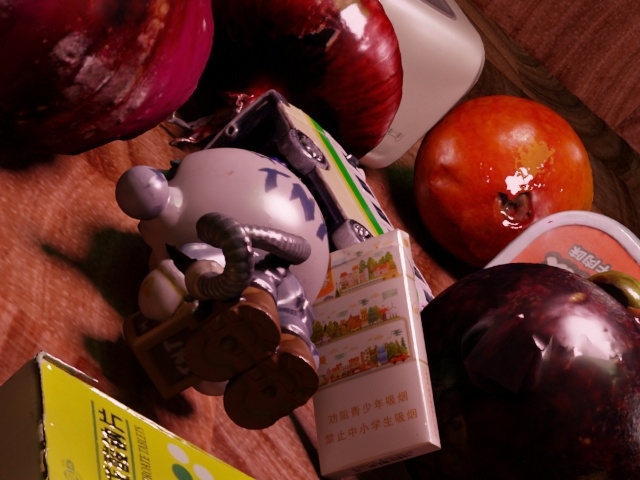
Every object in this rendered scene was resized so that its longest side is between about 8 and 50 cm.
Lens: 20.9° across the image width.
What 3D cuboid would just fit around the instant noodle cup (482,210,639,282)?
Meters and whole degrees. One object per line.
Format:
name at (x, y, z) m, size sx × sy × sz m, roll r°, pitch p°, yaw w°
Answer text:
instant noodle cup at (0.345, 0.111, 2.210) m, size 0.294 × 0.294 × 0.308 m, roll 50°, pitch 13°, yaw 12°

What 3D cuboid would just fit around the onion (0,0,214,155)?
onion at (-0.224, -0.304, 1.616) m, size 0.398 × 0.420 × 0.398 m, roll 42°, pitch 27°, yaw -28°

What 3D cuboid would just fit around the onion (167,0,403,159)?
onion at (-0.044, -0.186, 2.011) m, size 0.273 × 0.273 × 0.285 m, roll 45°, pitch 45°, yaw -3°

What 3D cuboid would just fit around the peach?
peach at (0.253, -0.069, 2.373) m, size 0.281 × 0.238 × 0.281 m, roll 41°, pitch 20°, yaw -19°

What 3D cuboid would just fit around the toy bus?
toy bus at (0.000, 0.000, 1.871) m, size 0.179 × 0.143 × 0.305 m, roll 26°, pitch 26°, yaw -48°

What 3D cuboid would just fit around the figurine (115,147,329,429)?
figurine at (-0.080, 0.041, 1.571) m, size 0.382 × 0.186 × 0.261 m, roll -99°, pitch 166°, yaw -66°

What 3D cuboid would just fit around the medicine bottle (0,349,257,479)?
medicine bottle at (-0.138, 0.207, 1.191) m, size 0.250 × 0.141 × 0.137 m, roll 33°, pitch 27°, yaw -31°

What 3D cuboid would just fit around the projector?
projector at (0.030, -0.270, 2.303) m, size 0.249 × 0.248 × 0.248 m, roll 22°, pitch 30°, yaw -49°

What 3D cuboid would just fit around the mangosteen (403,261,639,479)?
mangosteen at (0.218, 0.157, 1.730) m, size 0.311 × 0.311 × 0.311 m, roll 39°, pitch 20°, yaw -18°

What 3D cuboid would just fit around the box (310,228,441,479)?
box at (0.043, 0.109, 1.666) m, size 0.032 × 0.122 × 0.220 m, roll 30°, pitch 47°, yaw -53°
